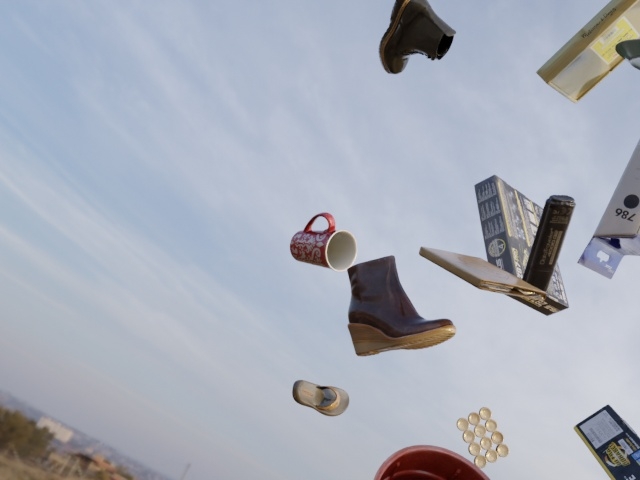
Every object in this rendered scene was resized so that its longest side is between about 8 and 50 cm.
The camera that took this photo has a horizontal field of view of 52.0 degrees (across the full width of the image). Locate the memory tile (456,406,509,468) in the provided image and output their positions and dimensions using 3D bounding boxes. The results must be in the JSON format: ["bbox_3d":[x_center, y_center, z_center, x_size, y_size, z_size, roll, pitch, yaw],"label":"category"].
[{"bbox_3d":[0.455,0.551,1.835,0.012,0.113,0.147,123,-56,-74],"label":"memory tile"}]

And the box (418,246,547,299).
[{"bbox_3d":[0.310,0.062,1.270,0.165,0.021,0.201,11,12,-28],"label":"box"}]

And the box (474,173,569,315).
[{"bbox_3d":[0.656,0.018,2.142,0.318,0.394,0.097,26,-41,-38],"label":"box"}]

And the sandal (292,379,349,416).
[{"bbox_3d":[0.012,0.439,1.854,0.060,0.089,0.219,-22,-39,37],"label":"sandal"}]

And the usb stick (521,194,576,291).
[{"bbox_3d":[0.571,0.014,1.653,0.077,0.045,0.277,5,-60,-3],"label":"usb stick"}]

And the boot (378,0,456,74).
[{"bbox_3d":[0.186,-0.368,1.272,0.137,0.077,0.197,54,-19,23],"label":"boot"}]

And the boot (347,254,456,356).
[{"bbox_3d":[0.159,0.127,1.380,0.249,0.206,0.090,-16,-23,33],"label":"boot"}]

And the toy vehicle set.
[{"bbox_3d":[0.550,-0.382,1.236,0.267,0.035,0.166,-44,-29,26],"label":"toy vehicle set"}]

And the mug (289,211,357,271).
[{"bbox_3d":[0.007,0.004,1.794,0.113,0.150,0.169,16,-7,-39],"label":"mug"}]

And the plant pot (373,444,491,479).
[{"bbox_3d":[0.166,0.557,1.183,0.273,0.272,0.265,27,-49,1],"label":"plant pot"}]

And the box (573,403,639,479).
[{"bbox_3d":[0.543,0.432,0.975,0.322,0.079,0.257,49,7,-13],"label":"box"}]

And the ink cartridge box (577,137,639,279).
[{"bbox_3d":[0.516,-0.089,0.995,0.065,0.332,0.165,31,10,41],"label":"ink cartridge box"}]

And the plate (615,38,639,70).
[{"bbox_3d":[0.614,-0.314,1.157,0.188,0.024,0.188,17,7,-2],"label":"plate"}]
